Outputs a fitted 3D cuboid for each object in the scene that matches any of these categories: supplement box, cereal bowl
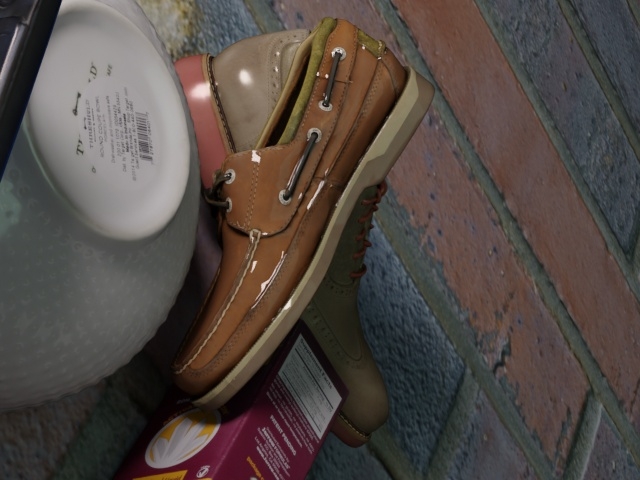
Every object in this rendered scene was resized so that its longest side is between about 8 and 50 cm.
[{"bbox_3d":[-0.068,0.151,1.176,0.081,0.104,0.188,59,36,-24],"label":"supplement box"},{"bbox_3d":[-0.189,-0.063,1.048,0.339,0.141,0.339,26,56,-48],"label":"cereal bowl"}]

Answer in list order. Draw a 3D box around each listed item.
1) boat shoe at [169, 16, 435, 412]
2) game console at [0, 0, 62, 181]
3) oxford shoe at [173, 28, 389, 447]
[{"bbox_3d":[-0.038,-0.024,1.171,0.104,0.110,0.307,37,67,-16],"label":"boat shoe"},{"bbox_3d":[-0.300,-0.062,0.790,0.173,0.250,0.293,48,46,-49],"label":"game console"},{"bbox_3d":[0.000,0.000,1.284,0.123,0.130,0.348,-83,151,-74],"label":"oxford shoe"}]
